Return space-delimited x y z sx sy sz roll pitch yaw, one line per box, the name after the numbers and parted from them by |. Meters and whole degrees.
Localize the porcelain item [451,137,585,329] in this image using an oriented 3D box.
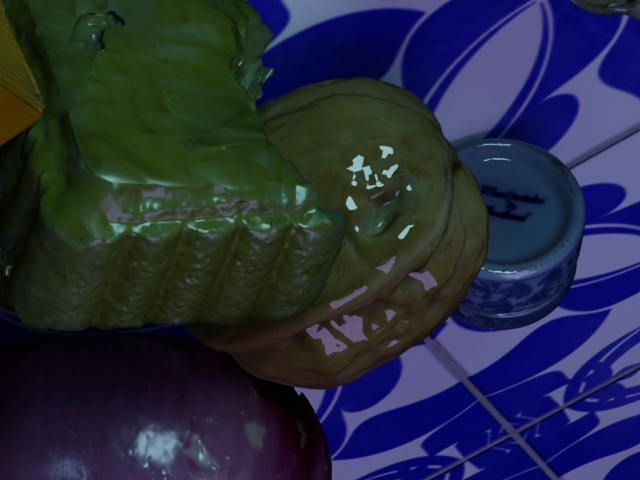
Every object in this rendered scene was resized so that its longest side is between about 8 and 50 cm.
0.155 -0.003 1.512 0.147 0.147 0.114 -18 151 -10 | porcelain item

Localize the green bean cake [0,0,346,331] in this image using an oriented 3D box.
-0.107 -0.064 1.153 0.233 0.236 0.124 -1 141 -30 | green bean cake

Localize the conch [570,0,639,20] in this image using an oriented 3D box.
0.164 -0.215 1.175 0.187 0.181 0.124 -41 149 -24 | conch

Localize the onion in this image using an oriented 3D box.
-0.174 0.228 1.465 0.358 0.358 0.345 8 97 -42 | onion

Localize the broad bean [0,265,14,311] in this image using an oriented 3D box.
-0.252 -0.030 1.281 0.075 0.067 0.325 -49 152 -18 | broad bean

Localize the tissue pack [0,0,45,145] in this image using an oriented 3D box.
-0.324 -0.129 0.999 0.194 0.145 0.274 -30 149 13 | tissue pack

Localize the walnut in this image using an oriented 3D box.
0.000 0.000 1.341 0.257 0.257 0.224 -32 115 13 | walnut
